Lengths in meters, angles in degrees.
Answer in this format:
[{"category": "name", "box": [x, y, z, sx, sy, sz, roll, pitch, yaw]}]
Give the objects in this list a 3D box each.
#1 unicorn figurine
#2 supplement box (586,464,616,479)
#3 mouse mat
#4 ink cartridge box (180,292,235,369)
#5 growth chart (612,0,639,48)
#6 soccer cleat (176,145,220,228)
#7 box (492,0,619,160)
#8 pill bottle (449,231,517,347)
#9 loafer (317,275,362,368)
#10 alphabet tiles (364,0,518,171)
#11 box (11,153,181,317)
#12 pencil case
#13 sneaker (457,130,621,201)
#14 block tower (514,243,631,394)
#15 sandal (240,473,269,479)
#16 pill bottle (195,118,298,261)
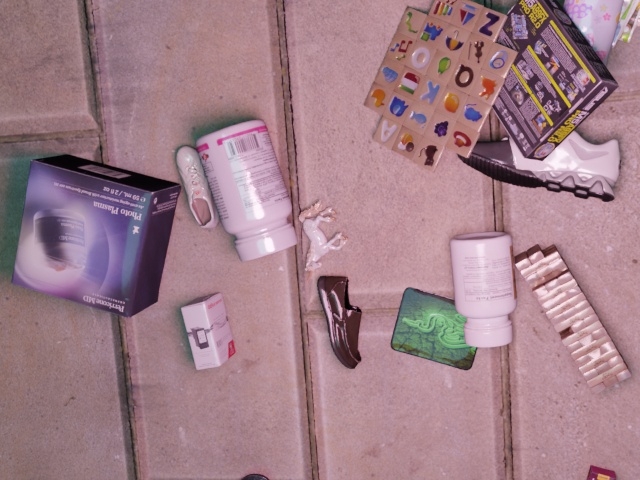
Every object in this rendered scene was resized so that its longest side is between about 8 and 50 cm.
[{"category": "unicorn figurine", "box": [0.000, 0.000, 1.979, 0.111, 0.060, 0.161, -24, 77, 14]}, {"category": "supplement box", "box": [0.608, 0.542, 1.944, 0.055, 0.043, 0.083, 13, 100, 10]}, {"category": "mouse mat", "box": [0.261, 0.196, 1.979, 0.190, 0.007, 0.152, 14, 101, 8]}, {"category": "ink cartridge box", "box": [-0.254, 0.204, 2.028, 0.063, 0.109, 0.150, -12, 96, 16]}, {"category": "growth chart", "box": [0.586, -0.479, 1.802, 0.172, 0.021, 0.237, 34, 103, 4]}, {"category": "soccer cleat", "box": [-0.275, -0.119, 2.000, 0.068, 0.076, 0.196, -19, 94, 13]}, {"category": "box", "box": [0.422, -0.324, 1.734, 0.216, 0.060, 0.270, -50, 52, 36]}, {"category": "pill bottle", "box": [0.347, 0.102, 1.882, 0.131, 0.131, 0.229, -5, 97, 12]}, {"category": "loafer", "box": [0.056, 0.179, 1.978, 0.078, 0.080, 0.220, -16, 95, 14]}, {"category": "alphabet tiles", "box": [0.240, -0.329, 1.832, 0.285, 0.011, 0.342, 32, 105, 33]}, {"category": "box", "box": [-0.505, -0.014, 2.010, 0.296, 0.183, 0.294, 15, 103, 9]}, {"category": "pencil case", "box": [0.523, -0.434, 1.751, 0.124, 0.113, 0.273, 11, 101, 3]}, {"category": "sneaker", "box": [0.452, -0.184, 1.838, 0.331, 0.122, 0.146, 13, 83, 10]}, {"category": "block tower", "box": [0.534, 0.164, 1.875, 0.091, 0.097, 0.335, -32, 93, 15]}, {"category": "sandal", "box": [-0.177, 0.608, 2.117, 0.067, 0.040, 0.179, 42, 118, 8]}, {"category": "pill bottle", "box": [-0.155, -0.108, 1.935, 0.160, 0.160, 0.283, -16, 95, 13]}]
